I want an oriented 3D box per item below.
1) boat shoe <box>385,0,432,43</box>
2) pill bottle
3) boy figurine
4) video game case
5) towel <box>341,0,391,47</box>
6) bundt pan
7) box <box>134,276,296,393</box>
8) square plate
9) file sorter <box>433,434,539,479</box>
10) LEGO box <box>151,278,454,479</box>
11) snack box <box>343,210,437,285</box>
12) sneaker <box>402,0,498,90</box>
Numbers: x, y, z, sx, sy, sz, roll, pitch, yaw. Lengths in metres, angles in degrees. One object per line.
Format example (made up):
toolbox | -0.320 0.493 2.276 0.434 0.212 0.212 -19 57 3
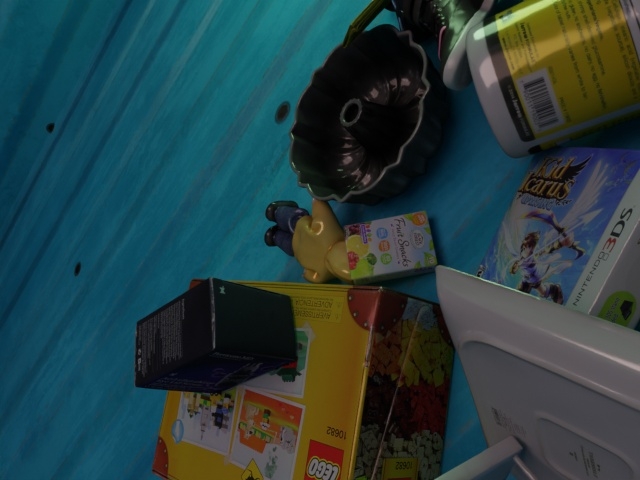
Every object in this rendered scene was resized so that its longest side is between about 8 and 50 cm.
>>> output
boat shoe | 0.146 -0.481 1.087 0.089 0.109 0.258 -39 49 36
pill bottle | 0.365 -0.240 0.685 0.334 0.188 0.187 -18 63 27
boy figurine | 0.000 0.000 1.067 0.285 0.092 0.177 25 118 46
video game case | 0.298 0.008 0.688 0.244 0.061 0.269 -64 11 6
towel | 0.129 -0.425 0.967 0.237 0.021 0.102 -46 2 -4
bundt pan | 0.095 -0.209 1.027 0.331 0.124 0.330 -20 62 42
box | -0.163 0.152 0.859 0.207 0.153 0.108 -30 56 37
square plate | 0.274 0.206 0.561 0.049 0.347 0.344 -40 36 -24
file sorter | 0.159 0.391 0.613 0.173 0.193 0.277 48 145 40
LEGO box | -0.050 0.267 0.958 0.500 0.193 0.372 -1 75 46
snack box | 0.115 0.013 0.940 0.141 0.037 0.100 -10 65 7
sneaker | 0.188 -0.338 0.888 0.147 0.104 0.295 15 52 14
